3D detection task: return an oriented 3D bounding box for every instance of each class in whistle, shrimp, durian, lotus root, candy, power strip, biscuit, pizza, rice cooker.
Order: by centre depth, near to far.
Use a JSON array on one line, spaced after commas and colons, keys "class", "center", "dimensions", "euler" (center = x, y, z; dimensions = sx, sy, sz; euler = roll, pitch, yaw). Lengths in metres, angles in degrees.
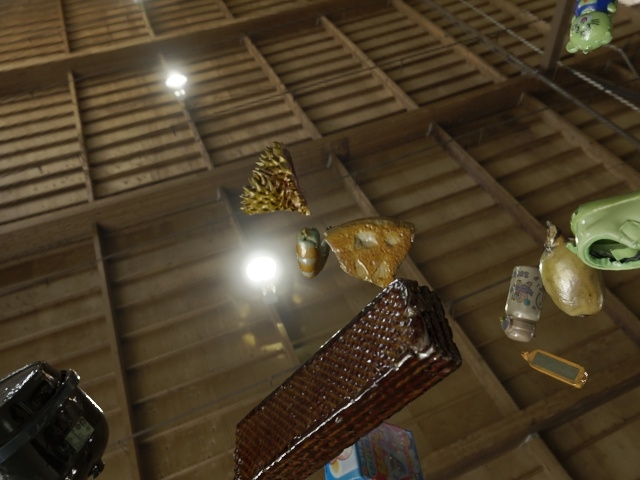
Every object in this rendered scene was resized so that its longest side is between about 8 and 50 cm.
[{"class": "biscuit", "center": [0.015, 0.201, 0.646], "dimensions": [0.073, 0.388, 0.107], "euler": [26, -147, -26]}, {"class": "rice cooker", "center": [-0.527, 0.366, 0.915], "dimensions": [0.267, 0.224, 0.267], "euler": [-29, -164, 9]}, {"class": "pizza", "center": [0.113, 0.027, 1.026], "dimensions": [0.182, 0.062, 0.161], "euler": [-18, -101, 0]}, {"class": "lotus root", "center": [0.531, 0.062, 1.092], "dimensions": [0.118, 0.221, 0.125], "euler": [-28, -173, -39]}, {"class": "shrimp", "center": [0.000, 0.000, 1.106], "dimensions": [0.049, 0.161, 0.166], "euler": [16, -133, 20]}, {"class": "durian", "center": [-0.098, -0.135, 1.143], "dimensions": [0.153, 0.260, 0.186], "euler": [3, -95, -4]}, {"class": "whistle", "center": [0.652, -0.550, 1.217], "dimensions": [0.105, 0.085, 0.227], "euler": [5, -100, 52]}, {"class": "candy", "center": [0.127, 0.519, 1.226], "dimensions": [0.100, 0.306, 0.157], "euler": [-31, -133, 25]}, {"class": "power strip", "center": [0.565, 0.306, 1.244], "dimensions": [0.049, 0.028, 0.178], "euler": [-57, -149, -9]}]

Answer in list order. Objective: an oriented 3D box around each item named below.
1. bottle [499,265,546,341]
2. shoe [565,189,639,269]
[{"class": "bottle", "center": [0.577, 0.181, 1.458], "dimensions": [0.110, 0.097, 0.209], "euler": [18, -103, -8]}, {"class": "shoe", "center": [0.571, -0.014, 0.889], "dimensions": [0.262, 0.140, 0.128], "euler": [-6, -119, 48]}]
